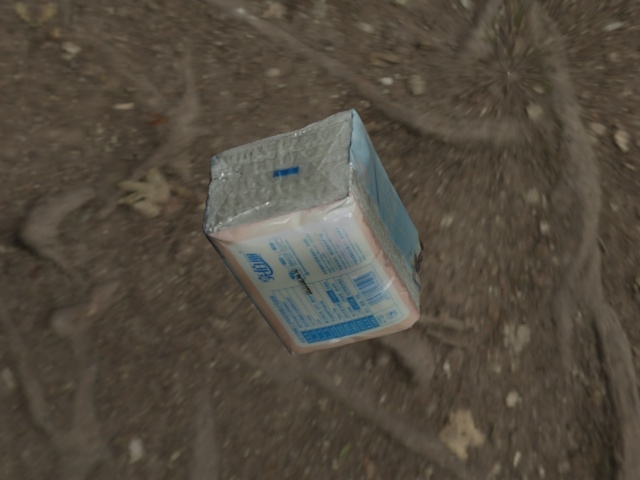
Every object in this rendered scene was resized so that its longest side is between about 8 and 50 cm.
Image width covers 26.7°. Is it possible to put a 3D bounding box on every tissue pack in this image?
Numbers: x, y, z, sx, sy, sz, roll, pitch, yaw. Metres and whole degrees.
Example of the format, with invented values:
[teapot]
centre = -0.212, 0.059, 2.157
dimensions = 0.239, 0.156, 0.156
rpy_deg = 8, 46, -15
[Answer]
[tissue pack]
centre = 0.000, 0.000, 0.596
dimensions = 0.074, 0.059, 0.094
rpy_deg = -15, 137, 15
